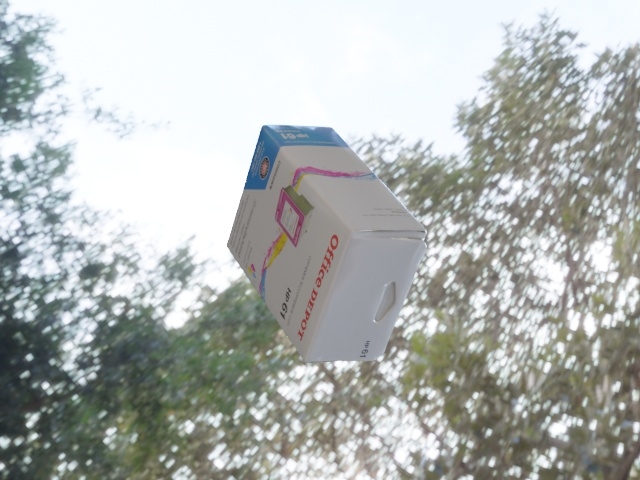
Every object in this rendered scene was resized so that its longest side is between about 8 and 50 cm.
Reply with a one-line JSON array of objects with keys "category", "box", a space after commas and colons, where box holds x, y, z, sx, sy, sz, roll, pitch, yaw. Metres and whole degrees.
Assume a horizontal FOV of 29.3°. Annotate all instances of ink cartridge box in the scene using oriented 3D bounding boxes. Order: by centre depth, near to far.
[{"category": "ink cartridge box", "box": [0.000, 0.000, 0.700, 0.122, 0.052, 0.088, 50, -49, 46]}]
